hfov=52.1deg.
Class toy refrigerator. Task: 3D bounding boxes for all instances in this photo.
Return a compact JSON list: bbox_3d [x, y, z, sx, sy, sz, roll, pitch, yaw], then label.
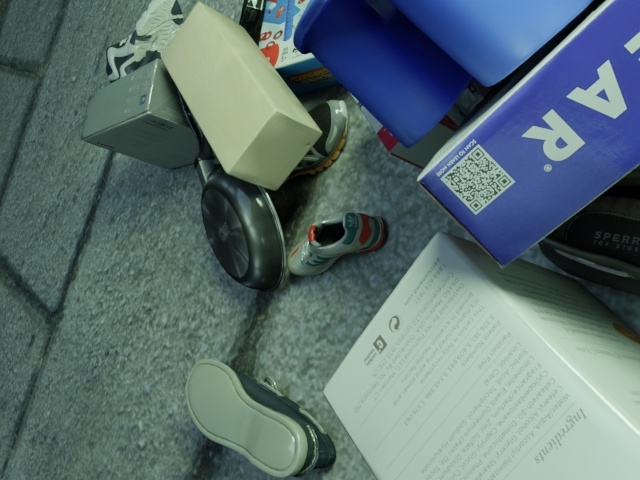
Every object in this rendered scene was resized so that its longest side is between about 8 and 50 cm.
[{"bbox_3d":[-0.109,-0.195,0.870,0.102,0.094,0.269,-50,51,21],"label":"toy refrigerator"}]

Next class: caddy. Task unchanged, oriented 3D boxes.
[{"bbox_3d":[0.123,-0.239,0.535,0.341,0.179,0.241,-45,6,-29],"label":"caddy"}]

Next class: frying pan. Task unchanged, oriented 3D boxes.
[{"bbox_3d":[-0.131,-0.077,0.899,0.197,0.053,0.325,-3,107,59],"label":"frying pan"}]

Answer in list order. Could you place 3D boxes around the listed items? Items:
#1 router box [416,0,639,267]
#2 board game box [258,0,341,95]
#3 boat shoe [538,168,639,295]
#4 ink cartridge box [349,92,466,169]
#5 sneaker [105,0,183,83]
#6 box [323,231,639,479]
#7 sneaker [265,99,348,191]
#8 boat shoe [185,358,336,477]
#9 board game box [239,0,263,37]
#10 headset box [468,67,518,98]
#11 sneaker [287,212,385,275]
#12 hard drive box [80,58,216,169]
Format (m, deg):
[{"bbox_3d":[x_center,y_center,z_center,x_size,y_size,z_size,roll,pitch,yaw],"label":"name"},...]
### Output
[{"bbox_3d":[0.242,-0.160,0.463,0.082,0.301,0.335,46,118,-1],"label":"router box"},{"bbox_3d":[0.058,-0.371,0.869,0.308,0.086,0.301,0,78,47],"label":"board game box"},{"bbox_3d":[0.303,0.005,0.478,0.335,0.096,0.112,10,85,48],"label":"boat shoe"},{"bbox_3d":[0.100,-0.149,0.735,0.063,0.109,0.150,-48,48,27],"label":"ink cartridge box"},{"bbox_3d":[-0.374,-0.398,1.336,0.153,0.094,0.234,37,116,38],"label":"sneaker"},{"bbox_3d":[0.195,0.176,0.453,0.168,0.215,0.345,-57,44,19],"label":"box"},{"bbox_3d":[-0.049,-0.132,0.912,0.215,0.083,0.084,-29,56,37],"label":"sneaker"},{"bbox_3d":[-0.083,0.221,0.839,0.255,0.079,0.095,12,85,46],"label":"boat shoe"},{"bbox_3d":[-0.102,-0.392,1.025,0.186,0.026,0.126,180,101,-78],"label":"board game box"},{"bbox_3d":[0.193,-0.192,0.708,0.083,0.032,0.062,-44,49,27],"label":"headset box"},{"bbox_3d":[0.000,0.000,0.821,0.161,0.075,0.057,-22,62,41],"label":"sneaker"},{"bbox_3d":[-0.258,-0.198,1.085,0.232,0.181,0.089,-6,73,45],"label":"hard drive box"}]
